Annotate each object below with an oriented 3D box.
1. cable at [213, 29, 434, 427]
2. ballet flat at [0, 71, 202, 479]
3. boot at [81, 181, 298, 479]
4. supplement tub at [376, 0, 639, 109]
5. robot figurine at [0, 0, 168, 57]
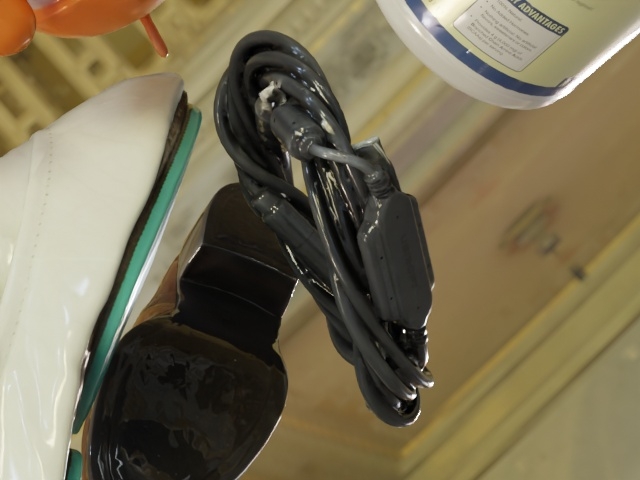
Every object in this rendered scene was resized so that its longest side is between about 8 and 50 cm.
[{"bbox_3d":[0.000,0.000,0.854,0.047,0.150,0.184,-30,-48,-14],"label":"cable"},{"bbox_3d":[-0.150,0.066,0.839,0.139,0.139,0.400,96,-175,-55],"label":"ballet flat"},{"bbox_3d":[-0.111,0.136,1.119,0.264,0.096,0.280,-82,17,-50],"label":"boot"},{"bbox_3d":[0.210,-0.281,1.558,0.235,0.235,0.325,-15,-19,-46],"label":"supplement tub"},{"bbox_3d":[-0.131,-0.170,0.822,0.219,0.158,0.128,34,-73,-34],"label":"robot figurine"}]
